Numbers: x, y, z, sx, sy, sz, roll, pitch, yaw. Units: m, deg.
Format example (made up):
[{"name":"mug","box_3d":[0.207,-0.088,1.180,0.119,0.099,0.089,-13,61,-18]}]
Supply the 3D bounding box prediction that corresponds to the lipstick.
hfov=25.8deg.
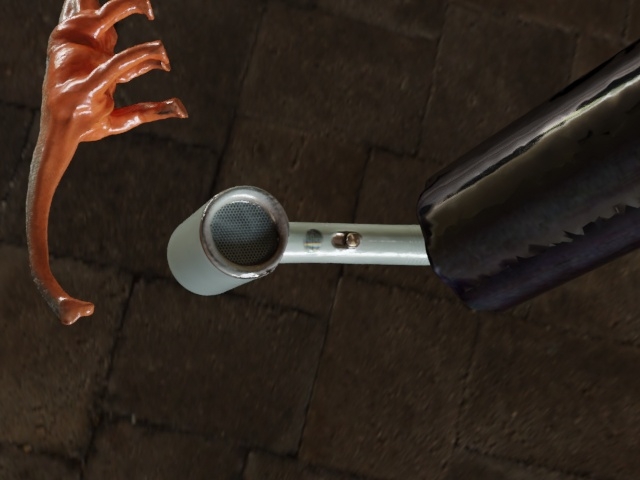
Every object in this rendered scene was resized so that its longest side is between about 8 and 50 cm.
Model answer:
[{"name":"lipstick","box_3d":[0.210,-0.088,0.482,0.077,0.418,0.077,35,38,-33]}]

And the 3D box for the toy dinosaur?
[{"name":"toy dinosaur","box_3d":[-0.134,-0.084,0.849,0.101,0.055,0.280,-15,58,10]}]

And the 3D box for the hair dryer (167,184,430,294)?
[{"name":"hair dryer","box_3d":[0.000,0.000,1.154,0.236,0.131,0.073,-3,81,-19]}]
